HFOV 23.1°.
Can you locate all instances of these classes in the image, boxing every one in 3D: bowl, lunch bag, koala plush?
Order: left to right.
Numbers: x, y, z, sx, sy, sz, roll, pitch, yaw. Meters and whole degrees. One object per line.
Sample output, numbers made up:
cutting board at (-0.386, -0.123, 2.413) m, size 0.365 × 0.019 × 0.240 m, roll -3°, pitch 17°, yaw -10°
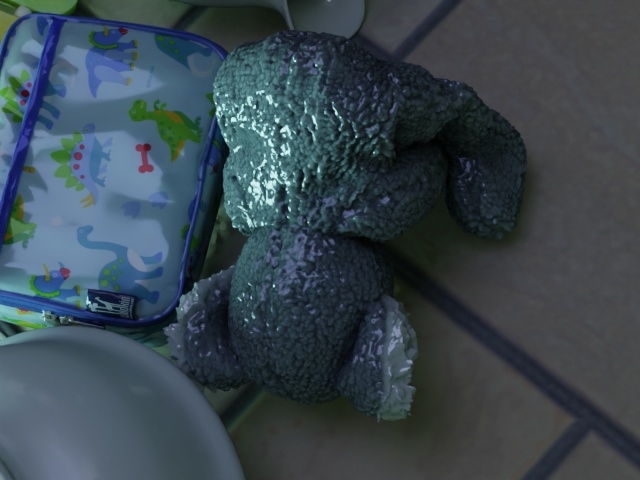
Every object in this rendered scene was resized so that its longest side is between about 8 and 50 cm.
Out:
bowl at (-0.198, 0.189, 0.937) m, size 0.298 × 0.134 × 0.298 m, roll -6°, pitch 75°, yaw 25°
lunch bag at (-0.157, -0.042, 1.079) m, size 0.176 × 0.090 × 0.219 m, roll 13°, pitch 74°, yaw 5°
koala plush at (0.000, 0.000, 0.984) m, size 0.196 × 0.203 × 0.221 m, roll 10°, pitch 79°, yaw 26°

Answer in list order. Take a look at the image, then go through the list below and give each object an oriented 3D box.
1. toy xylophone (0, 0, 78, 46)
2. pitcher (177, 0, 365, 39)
toy xylophone at (-0.299, -0.157, 1.185) m, size 0.236 × 0.081 × 0.322 m, roll 15°, pitch 68°, yaw -6°
pitcher at (-0.063, -0.248, 1.142) m, size 0.207 × 0.178 × 0.125 m, roll 28°, pitch 36°, yaw 29°
